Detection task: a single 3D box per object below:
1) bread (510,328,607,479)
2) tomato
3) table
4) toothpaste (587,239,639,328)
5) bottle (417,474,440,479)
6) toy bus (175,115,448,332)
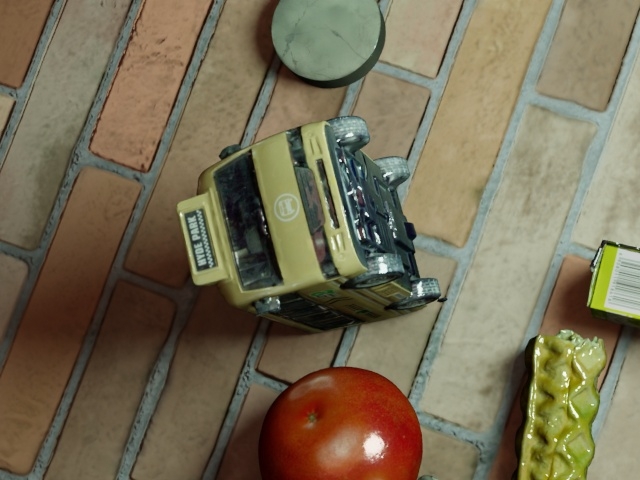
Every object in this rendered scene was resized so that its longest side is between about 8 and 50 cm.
[{"bbox_3d":[0.255,0.233,1.624,0.098,0.087,0.269,1,78,36],"label":"bread"},{"bbox_3d":[0.020,0.227,1.633,0.195,0.136,0.195,-18,42,18],"label":"tomato"},{"bbox_3d":[0.010,-0.251,1.783,0.134,0.043,0.133,-2,80,12],"label":"table"},{"bbox_3d":[0.452,0.078,1.602,0.328,0.110,0.077,13,82,13],"label":"toothpaste"},{"bbox_3d":[0.093,0.380,1.630,0.110,0.110,0.233,34,88,15],"label":"bottle"},{"bbox_3d":[0.000,0.000,1.581,0.202,0.365,0.176,-17,77,12],"label":"toy bus"}]
